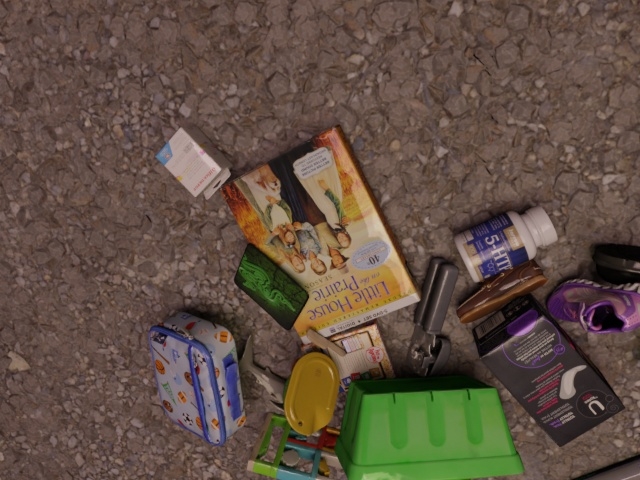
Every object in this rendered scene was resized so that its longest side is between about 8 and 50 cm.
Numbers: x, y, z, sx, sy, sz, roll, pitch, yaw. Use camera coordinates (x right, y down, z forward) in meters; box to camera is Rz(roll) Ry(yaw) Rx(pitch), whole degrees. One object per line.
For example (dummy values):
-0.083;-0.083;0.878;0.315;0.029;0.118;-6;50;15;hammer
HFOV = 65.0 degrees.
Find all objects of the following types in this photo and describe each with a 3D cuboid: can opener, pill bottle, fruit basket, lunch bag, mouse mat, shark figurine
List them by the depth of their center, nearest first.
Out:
0.387;0.003;1.056;0.186;0.112;0.112;-27;99;14;pill bottle
0.225;0.492;1.070;0.391;0.283;0.393;1;84;-7;fruit basket
0.268;0.181;1.153;0.095;0.076;0.284;5;107;-26;can opener
-0.118;0.110;1.160;0.189;0.007;0.153;40;133;13;mouse mat
-0.288;0.322;1.190;0.243;0.115;0.304;12;118;37;lunch bag
-0.080;0.356;1.242;0.278;0.166;0.116;40;81;15;shark figurine

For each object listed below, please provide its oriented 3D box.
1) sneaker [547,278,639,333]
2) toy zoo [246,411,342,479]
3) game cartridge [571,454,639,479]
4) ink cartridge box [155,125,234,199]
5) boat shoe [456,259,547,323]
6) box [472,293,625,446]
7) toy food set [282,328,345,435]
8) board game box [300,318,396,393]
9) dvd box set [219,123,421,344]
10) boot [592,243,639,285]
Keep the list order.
0.546;0.140;1.010;0.104;0.236;0.095;-31;97;-23;sneaker
-0.009;0.512;1.204;0.292;0.192;0.030;12;106;5;toy zoo
0.731;0.645;1.198;0.354;0.068;0.230;-29;94;15;game cartridge
-0.272;-0.171;1.121;0.092;0.090;0.143;-42;95;16;ink cartridge box
0.389;0.109;1.111;0.206;0.073;0.073;-31;60;11;boat shoe
0.485;0.275;1.093;0.165;0.143;0.270;-41;95;17;box
-0.027;0.327;1.146;0.128;0.218;0.071;29;153;-23;toy food set
0.068;0.285;1.210;0.193;0.045;0.147;-18;101;13;board game box
0.000;0.000;1.128;0.307;0.062;0.421;-24;100;19;dvd box set
0.705;0.167;1.040;0.347;0.131;0.260;16;106;4;boot
